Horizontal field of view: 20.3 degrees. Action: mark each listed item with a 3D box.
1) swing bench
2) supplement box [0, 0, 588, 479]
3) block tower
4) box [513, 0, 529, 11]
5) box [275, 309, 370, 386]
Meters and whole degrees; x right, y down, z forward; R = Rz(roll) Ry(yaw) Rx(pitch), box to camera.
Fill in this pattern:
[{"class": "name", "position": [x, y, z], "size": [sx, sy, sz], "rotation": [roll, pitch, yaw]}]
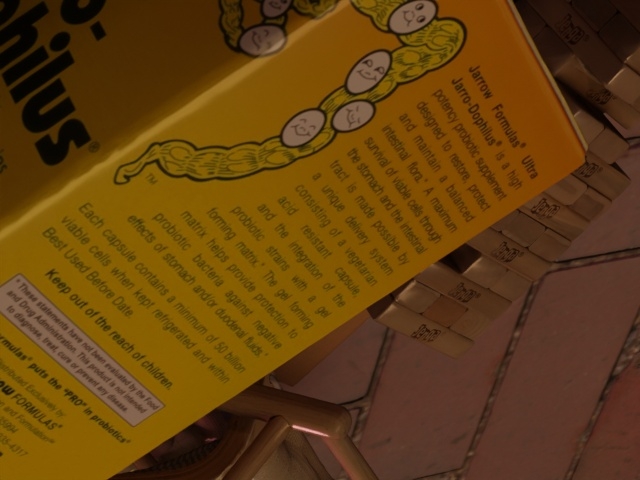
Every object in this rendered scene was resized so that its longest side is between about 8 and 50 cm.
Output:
[{"class": "swing bench", "position": [-0.085, 0.157, 1.070], "size": [0.165, 0.255, 0.253], "rotation": [-50, 145, -14]}, {"class": "supplement box", "position": [-0.088, -0.052, 0.858], "size": [0.356, 0.194, 0.195], "rotation": [-34, 142, 4]}, {"class": "block tower", "position": [0.148, -0.085, 1.024], "size": [0.335, 0.091, 0.097], "rotation": [-46, 140, 15]}, {"class": "box", "position": [0.089, -0.131, 1.026], "size": [0.083, 0.018, 0.067], "rotation": [-30, 142, -2]}, {"class": "box", "position": [0.000, 0.000, 1.110], "size": [0.201, 0.021, 0.164], "rotation": [-43, 140, 16]}]
